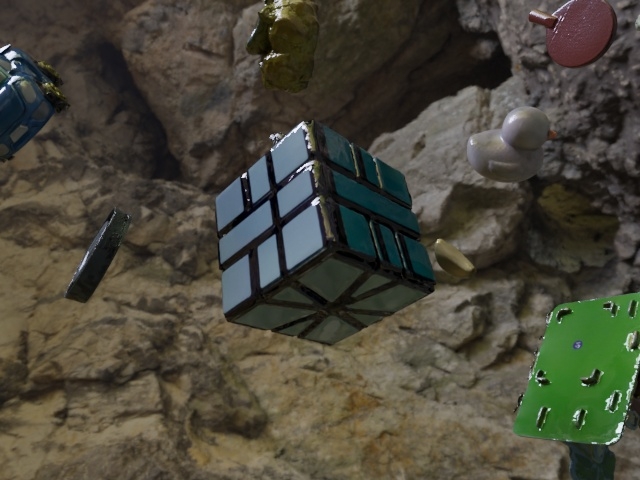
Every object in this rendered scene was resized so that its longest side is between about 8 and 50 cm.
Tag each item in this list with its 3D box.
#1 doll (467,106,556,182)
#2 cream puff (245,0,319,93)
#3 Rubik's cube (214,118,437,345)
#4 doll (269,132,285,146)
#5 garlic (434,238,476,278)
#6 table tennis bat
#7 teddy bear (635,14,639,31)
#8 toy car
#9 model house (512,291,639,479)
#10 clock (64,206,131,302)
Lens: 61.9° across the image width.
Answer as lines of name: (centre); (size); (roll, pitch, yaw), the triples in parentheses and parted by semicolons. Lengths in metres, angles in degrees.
doll: (0.566, -0.293, 1.582); (0.221, 0.251, 0.221); (0, -90, -81)
cream puff: (-0.109, -0.534, 1.436); (0.282, 0.185, 0.282); (-179, 90, -78)
Rubik's cube: (0.000, 0.000, 0.985); (0.288, 0.293, 0.283); (24, -138, -41)
doll: (-0.083, -0.262, 1.570); (0.219, 0.067, 0.091); (41, 161, 47)
garlic: (0.231, 0.035, 0.919); (0.083, 0.041, 0.053); (41, 161, 25)
table tennis bat: (0.739, -0.632, 1.589); (0.038, 0.200, 0.310); (3, -147, -30)
teddy bear: (0.941, -0.509, 1.281); (0.375, 0.327, 0.362); (-49, -53, -29)
toy car: (-0.660, -0.301, 1.115); (0.166, 0.198, 0.314); (45, -176, -43)
model house: (0.611, 0.338, 1.076); (0.313, 0.242, 0.358); (40, -121, -12)
clock: (-0.493, 0.033, 1.188); (0.049, 0.226, 0.226); (31, -144, -22)
